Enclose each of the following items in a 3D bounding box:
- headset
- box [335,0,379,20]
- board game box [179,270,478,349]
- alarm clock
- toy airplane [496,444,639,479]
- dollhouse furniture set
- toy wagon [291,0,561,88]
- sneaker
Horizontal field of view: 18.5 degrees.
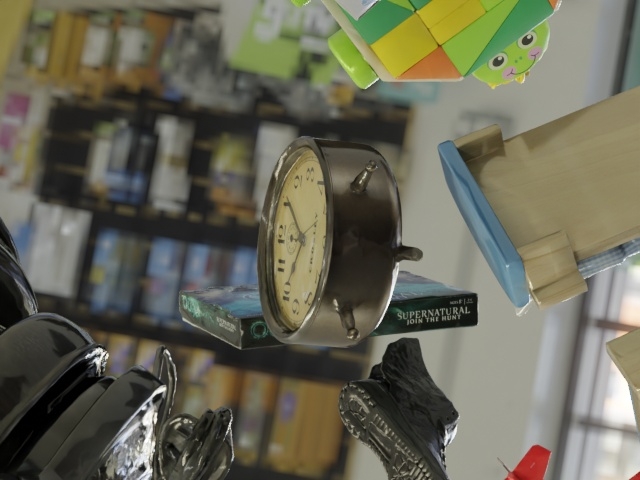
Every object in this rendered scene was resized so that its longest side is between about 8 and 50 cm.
[{"bbox_3d":[-0.178,0.091,0.920,0.243,0.185,0.394,42,-164,34],"label":"headset"},{"bbox_3d":[-0.035,-0.231,1.295,0.145,0.038,0.186,51,-171,20],"label":"box"},{"bbox_3d":[0.004,0.049,1.438,0.186,0.026,0.126,-5,-171,-24],"label":"board game box"},{"bbox_3d":[0.000,0.000,1.251,0.064,0.129,0.192,5,-177,-24],"label":"alarm clock"},{"bbox_3d":[0.190,0.219,1.523,0.151,0.151,0.028,9,175,16],"label":"toy airplane"},{"bbox_3d":[0.272,0.019,1.382,0.286,0.303,0.198,-23,135,-5],"label":"dollhouse furniture set"},{"bbox_3d":[0.120,-0.236,1.686,0.344,0.267,0.068,49,-172,-45],"label":"toy wagon"},{"bbox_3d":[0.075,0.144,1.440,0.089,0.051,0.170,-2,-133,-42],"label":"sneaker"}]
